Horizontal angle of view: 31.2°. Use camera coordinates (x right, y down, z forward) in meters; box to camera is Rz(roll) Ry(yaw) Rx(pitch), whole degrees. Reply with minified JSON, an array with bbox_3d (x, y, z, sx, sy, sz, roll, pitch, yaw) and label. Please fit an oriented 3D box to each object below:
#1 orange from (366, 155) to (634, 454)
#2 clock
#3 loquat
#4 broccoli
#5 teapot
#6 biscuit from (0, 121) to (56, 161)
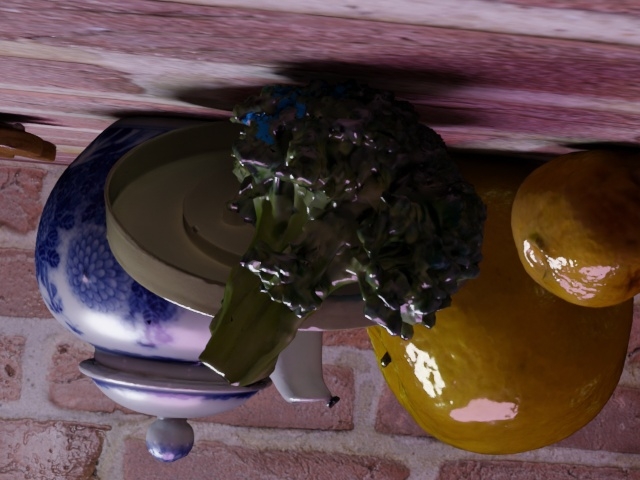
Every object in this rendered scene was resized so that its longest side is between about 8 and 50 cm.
[{"bbox_3d":[0.154,0.052,1.033,0.235,0.279,0.279,-24,-174,-9],"label":"orange"},{"bbox_3d":[-0.016,-0.019,0.713,0.235,0.029,0.235,3,-151,-2],"label":"clock"},{"bbox_3d":[0.205,-0.013,0.818,0.137,0.113,0.137,-17,179,0],"label":"loquat"},{"bbox_3d":[0.000,0.000,0.560,0.167,0.160,0.154,37,-176,26],"label":"broccoli"},{"bbox_3d":[-0.110,0.044,0.947,0.252,0.280,0.424,6,-178,-35],"label":"teapot"},{"bbox_3d":[-0.321,-0.101,1.096,0.138,0.031,0.205,12,180,-30],"label":"biscuit"}]
